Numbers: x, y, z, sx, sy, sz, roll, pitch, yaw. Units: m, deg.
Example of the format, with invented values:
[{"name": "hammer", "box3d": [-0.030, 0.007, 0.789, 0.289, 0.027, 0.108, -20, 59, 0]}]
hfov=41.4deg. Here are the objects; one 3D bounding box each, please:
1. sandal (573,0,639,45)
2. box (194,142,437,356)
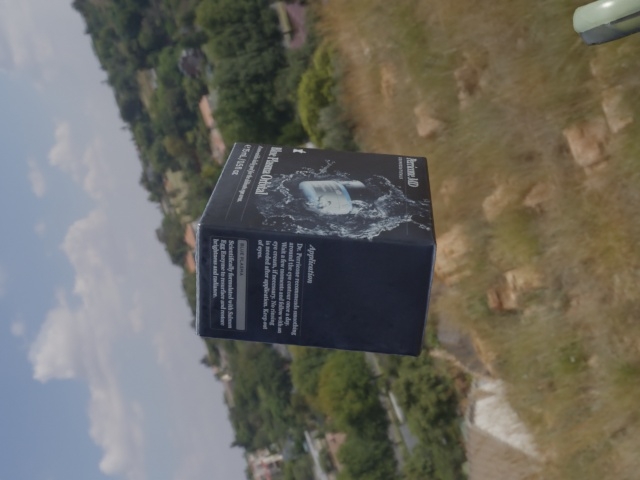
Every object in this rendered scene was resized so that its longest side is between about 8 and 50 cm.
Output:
[{"name": "sandal", "box3d": [0.311, -0.241, 0.609, 0.086, 0.302, 0.120, 61, 173, -2]}, {"name": "box", "box3d": [0.000, 0.000, 0.626, 0.156, 0.158, 0.093, -82, -3, -63]}]
